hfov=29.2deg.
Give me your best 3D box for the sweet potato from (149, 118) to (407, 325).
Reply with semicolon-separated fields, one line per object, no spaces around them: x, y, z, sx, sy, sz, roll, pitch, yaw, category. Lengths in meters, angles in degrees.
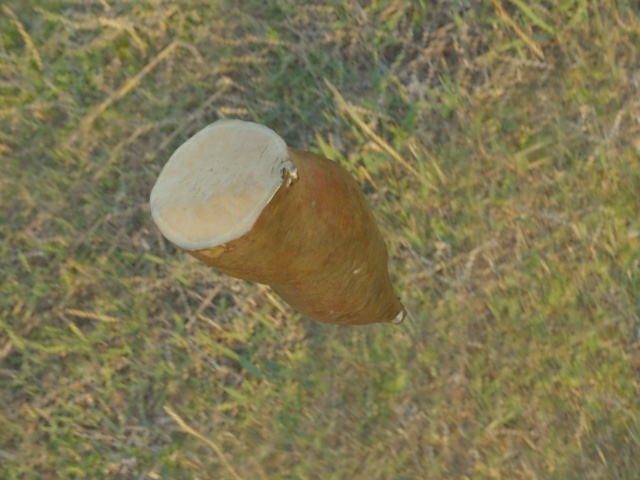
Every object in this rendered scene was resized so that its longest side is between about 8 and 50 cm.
-0.002;0.000;1.076;0.131;0.337;0.131;-11;67;28;sweet potato
